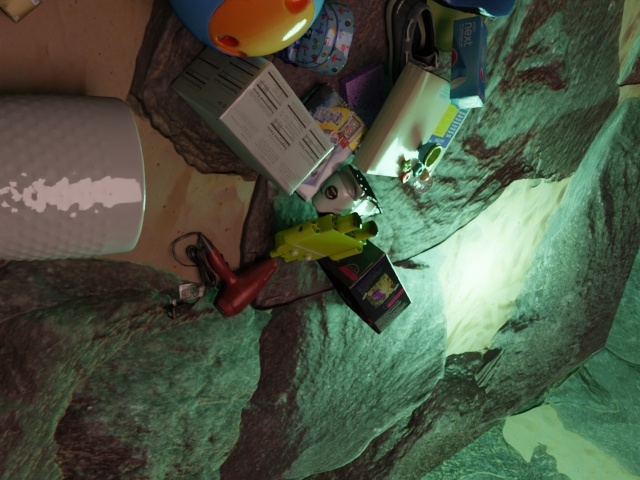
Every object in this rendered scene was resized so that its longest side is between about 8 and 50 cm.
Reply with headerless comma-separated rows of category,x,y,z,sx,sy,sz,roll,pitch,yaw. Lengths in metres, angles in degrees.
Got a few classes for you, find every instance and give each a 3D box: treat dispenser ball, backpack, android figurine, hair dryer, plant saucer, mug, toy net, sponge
treat dispenser ball,-0.128,-0.464,1.108,0.288,0.288,0.288,-23,131,-29
backpack,-0.016,-0.424,1.322,0.117,0.173,0.158,-2,120,-41
android figurine,0.000,0.000,1.618,0.273,0.056,0.248,-19,158,27
hair dryer,-0.226,0.089,1.567,0.293,0.080,0.224,-6,121,-39
plant saucer,0.339,-0.596,1.619,0.241,0.037,0.241,-23,132,-29
mug,-0.511,-0.076,1.089,0.328,0.276,0.374,-6,152,-33
toy net,0.271,-0.173,1.719,0.122,0.045,0.232,-48,156,-10
sponge,0.112,-0.326,1.611,0.117,0.031,0.210,-31,135,-22

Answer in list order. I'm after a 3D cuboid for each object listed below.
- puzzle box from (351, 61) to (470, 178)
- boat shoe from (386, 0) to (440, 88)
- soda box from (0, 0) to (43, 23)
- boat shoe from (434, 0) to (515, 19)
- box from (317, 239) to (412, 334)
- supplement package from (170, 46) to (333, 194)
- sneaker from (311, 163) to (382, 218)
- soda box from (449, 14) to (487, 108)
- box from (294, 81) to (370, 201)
puzzle box,0.252,-0.288,1.644,0.409,0.052,0.272,-5,128,-60
boat shoe,0.237,-0.448,1.584,0.116,0.099,0.319,-38,138,-20
soda box,-0.509,-0.422,0.969,0.058,0.061,0.181,-43,138,-9
boat shoe,0.363,-0.599,1.549,0.258,0.089,0.109,0,108,-37
box,0.127,0.117,1.834,0.143,0.165,0.270,-42,137,-9
supplement package,-0.135,-0.252,1.313,0.145,0.204,0.262,-48,139,-5
sneaker,0.061,-0.103,1.639,0.146,0.122,0.330,-32,165,12
soda box,0.361,-0.432,1.568,0.067,0.071,0.210,26,66,-58
box,-0.014,-0.229,1.505,0.159,0.044,0.233,44,85,-17
